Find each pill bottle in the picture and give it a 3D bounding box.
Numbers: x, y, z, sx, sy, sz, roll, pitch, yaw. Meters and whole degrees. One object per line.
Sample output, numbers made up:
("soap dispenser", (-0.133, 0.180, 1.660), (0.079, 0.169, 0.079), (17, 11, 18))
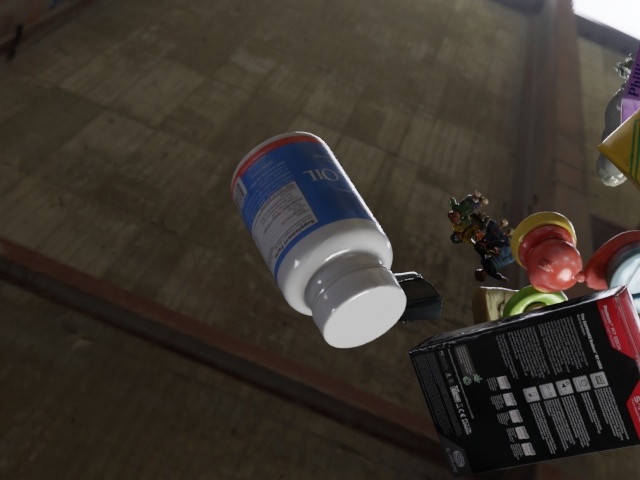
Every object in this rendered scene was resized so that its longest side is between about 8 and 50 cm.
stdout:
("pill bottle", (0.000, 0.000, 1.018), (0.124, 0.124, 0.221), (-1, -135, -35))

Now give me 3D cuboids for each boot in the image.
("boot", (0.088, 0.097, 1.868), (0.207, 0.094, 0.246), (-7, -154, -41))
("boot", (0.437, 0.224, 2.077), (0.203, 0.095, 0.262), (-1, -106, -17))

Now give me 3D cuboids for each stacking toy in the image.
("stacking toy", (0.489, 0.110, 1.787), (0.308, 0.280, 0.130), (7, -152, -9))

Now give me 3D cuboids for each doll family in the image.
("doll family", (0.316, -0.002, 1.936), (0.111, 0.076, 0.193), (-35, -106, -31))

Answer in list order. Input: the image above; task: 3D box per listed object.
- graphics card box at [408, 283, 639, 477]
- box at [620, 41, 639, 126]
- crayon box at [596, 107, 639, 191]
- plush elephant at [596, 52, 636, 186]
("graphics card box", (0.344, 0.229, 1.547), (0.094, 0.371, 0.233), (-21, -90, -58))
("box", (0.616, -0.255, 1.520), (0.243, 0.117, 0.214), (14, -111, 23))
("crayon box", (0.460, 0.036, 0.935), (0.363, 0.106, 0.313), (42, -168, -15))
("plush elephant", (0.658, -0.186, 1.765), (0.255, 0.272, 0.330), (51, -174, 30))
